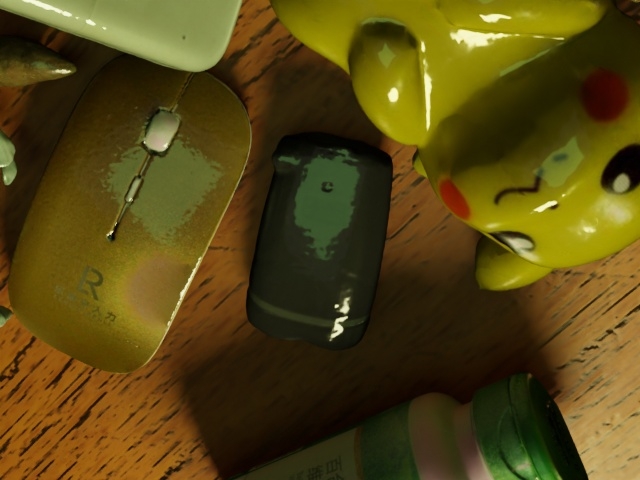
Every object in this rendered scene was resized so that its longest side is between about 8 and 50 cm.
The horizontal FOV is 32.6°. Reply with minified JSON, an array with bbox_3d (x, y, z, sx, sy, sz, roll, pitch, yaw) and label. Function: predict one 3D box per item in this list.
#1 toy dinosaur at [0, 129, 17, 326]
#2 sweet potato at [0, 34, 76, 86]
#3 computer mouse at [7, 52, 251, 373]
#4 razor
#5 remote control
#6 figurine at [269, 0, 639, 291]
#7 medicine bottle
[{"bbox_3d":[-0.306,-0.017,0.786,0.393,0.092,0.205,-25,101,35],"label":"toy dinosaur"},{"bbox_3d":[-0.238,-0.130,0.763,0.153,0.038,0.041,16,89,13],"label":"sweet potato"},{"bbox_3d":[-0.138,-0.013,0.775,0.126,0.056,0.245,28,110,-1],"label":"computer mouse"},{"bbox_3d":[0.000,0.000,0.753,0.090,0.054,0.148,12,111,2],"label":"razor"},{"bbox_3d":[-0.171,-0.175,0.629,0.310,0.038,0.090,13,98,-40],"label":"remote control"},{"bbox_3d":[0.103,-0.095,0.646,0.218,0.169,0.326,-31,99,34],"label":"figurine"},{"bbox_3d":[0.045,0.191,0.769,0.274,0.133,0.133,-27,102,16],"label":"medicine bottle"}]
